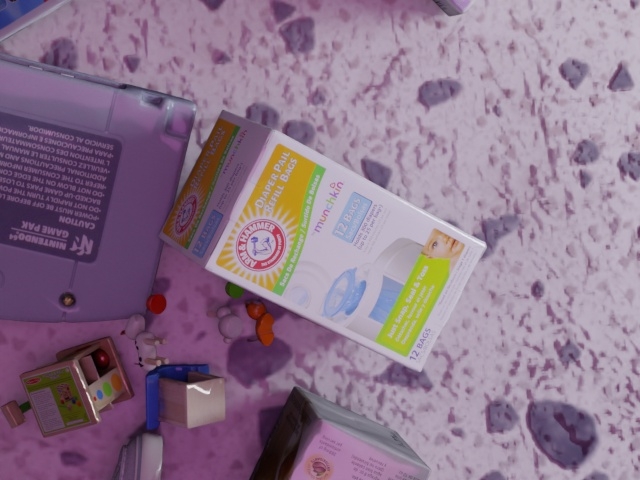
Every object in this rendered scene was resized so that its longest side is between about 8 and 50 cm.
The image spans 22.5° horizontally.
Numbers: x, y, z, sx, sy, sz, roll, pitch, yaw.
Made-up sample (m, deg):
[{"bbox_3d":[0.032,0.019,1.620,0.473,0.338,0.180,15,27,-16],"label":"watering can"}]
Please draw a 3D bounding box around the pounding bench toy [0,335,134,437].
[{"bbox_3d":[-0.197,0.114,1.237,0.083,0.065,0.052,-17,98,26],"label":"pounding bench toy"}]

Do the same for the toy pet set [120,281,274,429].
[{"bbox_3d":[-0.102,0.085,1.250,0.122,0.065,0.114,-7,100,-42],"label":"toy pet set"}]

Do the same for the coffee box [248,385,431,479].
[{"bbox_3d":[-0.022,0.251,1.227,0.098,0.141,0.247,25,90,-9],"label":"coffee box"}]

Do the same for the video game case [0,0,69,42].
[{"bbox_3d":[-0.200,-0.288,1.186,0.285,0.025,0.204,-29,98,10],"label":"video game case"}]

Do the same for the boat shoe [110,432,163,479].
[{"bbox_3d":[-0.177,0.251,1.235,0.081,0.079,0.228,15,99,-9],"label":"boat shoe"}]

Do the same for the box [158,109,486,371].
[{"bbox_3d":[0.000,0.000,1.200,0.203,0.103,0.114,28,90,-28],"label":"box"}]

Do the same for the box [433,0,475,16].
[{"bbox_3d":[0.011,-0.303,1.226,0.324,0.067,0.063,43,90,-7],"label":"box"}]

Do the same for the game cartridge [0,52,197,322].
[{"bbox_3d":[-0.257,-0.044,1.206,0.294,0.060,0.196,14,98,-9],"label":"game cartridge"}]
